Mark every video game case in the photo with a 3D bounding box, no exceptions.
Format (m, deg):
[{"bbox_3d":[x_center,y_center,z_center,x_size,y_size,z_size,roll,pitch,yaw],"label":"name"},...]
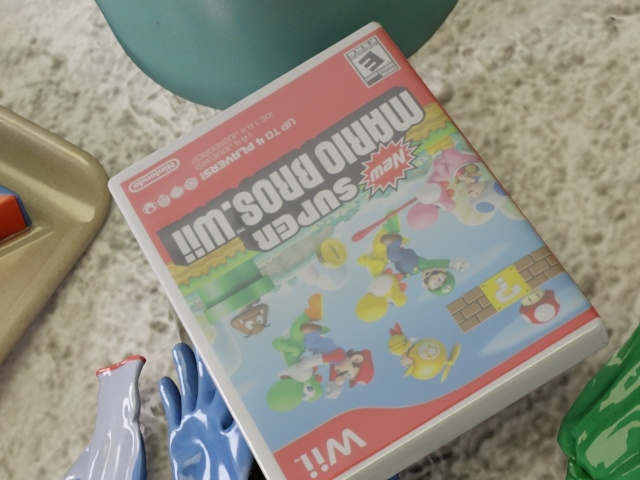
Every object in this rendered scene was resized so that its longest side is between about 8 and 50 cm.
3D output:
[{"bbox_3d":[0.012,0.009,1.095,0.204,0.025,0.285,-31,52,-2],"label":"video game case"}]

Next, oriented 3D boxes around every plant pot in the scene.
[{"bbox_3d":[-0.056,-0.266,1.221,0.293,0.235,0.293,-6,67,15],"label":"plant pot"}]

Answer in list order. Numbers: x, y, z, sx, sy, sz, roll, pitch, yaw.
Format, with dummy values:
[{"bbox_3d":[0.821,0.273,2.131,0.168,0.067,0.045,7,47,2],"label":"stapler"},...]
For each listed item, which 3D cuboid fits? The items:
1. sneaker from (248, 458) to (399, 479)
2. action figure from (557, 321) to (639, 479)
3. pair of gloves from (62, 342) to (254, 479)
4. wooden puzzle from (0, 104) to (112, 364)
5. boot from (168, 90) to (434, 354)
[{"bbox_3d":[0.023,0.217,1.075,0.147,0.130,0.330,17,50,-21],"label":"sneaker"},{"bbox_3d":[0.220,0.084,1.088,0.232,0.063,0.137,-44,65,-7],"label":"action figure"},{"bbox_3d":[-0.104,0.139,1.140,0.198,0.023,0.159,-17,62,44],"label":"pair of gloves"},{"bbox_3d":[-0.362,0.017,1.247,0.322,0.080,0.348,28,73,15],"label":"wooden puzzle"},{"bbox_3d":[-0.001,-0.002,1.196,0.208,0.076,0.189,-29,47,19],"label":"boot"}]
